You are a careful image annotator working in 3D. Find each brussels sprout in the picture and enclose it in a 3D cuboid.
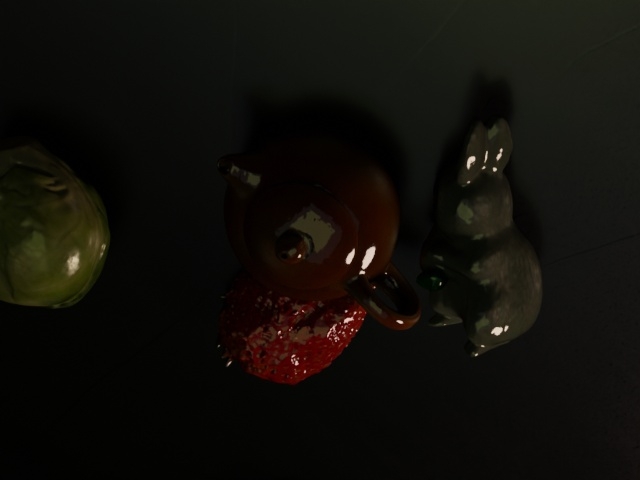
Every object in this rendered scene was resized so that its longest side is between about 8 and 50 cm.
[{"bbox_3d":[-0.286,-0.012,1.414,0.145,0.131,0.183,23,126,21],"label":"brussels sprout"}]

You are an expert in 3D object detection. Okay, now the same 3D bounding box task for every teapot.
[{"bbox_3d":[0.000,0.000,1.354,0.252,0.135,0.178,44,122,-6],"label":"teapot"}]

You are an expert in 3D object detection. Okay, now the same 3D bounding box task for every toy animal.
[{"bbox_3d":[0.155,-0.013,1.361,0.138,0.108,0.236,-10,106,-27],"label":"toy animal"}]

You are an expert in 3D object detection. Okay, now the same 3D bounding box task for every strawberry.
[{"bbox_3d":[-0.025,0.090,1.466,0.187,0.082,0.146,-24,122,17],"label":"strawberry"}]
